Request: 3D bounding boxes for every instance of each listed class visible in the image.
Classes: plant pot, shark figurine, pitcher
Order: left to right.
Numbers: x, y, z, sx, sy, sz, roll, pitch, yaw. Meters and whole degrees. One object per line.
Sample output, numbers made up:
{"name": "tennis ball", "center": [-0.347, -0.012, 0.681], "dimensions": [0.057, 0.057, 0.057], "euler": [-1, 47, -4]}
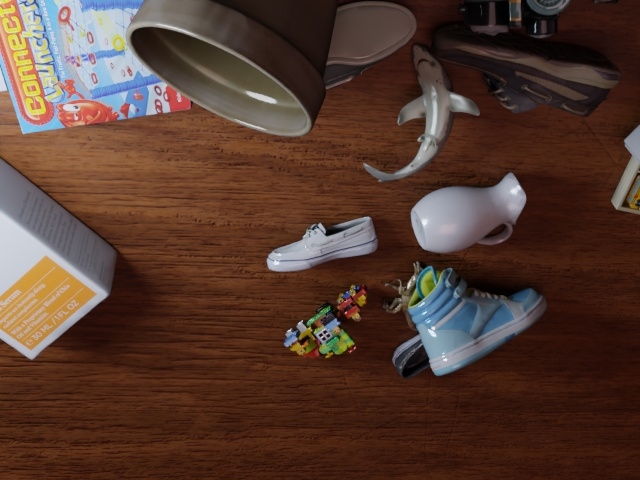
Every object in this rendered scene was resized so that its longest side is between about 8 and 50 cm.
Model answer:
{"name": "plant pot", "center": [-0.100, -0.362, 1.510], "dimensions": [0.323, 0.323, 0.280], "euler": [31, 77, -23]}
{"name": "shark figurine", "center": [0.205, -0.205, 1.774], "dimensions": [0.166, 0.116, 0.278], "euler": [27, 112, 17]}
{"name": "pitcher", "center": [0.289, -0.034, 1.883], "dimensions": [0.207, 0.125, 0.178], "euler": [-17, 138, -8]}

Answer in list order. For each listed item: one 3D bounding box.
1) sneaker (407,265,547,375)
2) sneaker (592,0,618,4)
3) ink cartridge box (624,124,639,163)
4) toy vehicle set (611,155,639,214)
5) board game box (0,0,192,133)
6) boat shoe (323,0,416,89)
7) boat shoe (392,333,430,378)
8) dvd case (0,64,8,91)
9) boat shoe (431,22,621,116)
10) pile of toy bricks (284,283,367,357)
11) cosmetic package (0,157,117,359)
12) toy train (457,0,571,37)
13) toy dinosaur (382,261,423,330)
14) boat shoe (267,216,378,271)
{"name": "sneaker", "center": [0.316, 0.120, 1.959], "dimensions": [0.208, 0.319, 0.127], "euler": [61, 147, 4]}
{"name": "sneaker", "center": [0.528, -0.462, 1.650], "dimensions": [0.271, 0.100, 0.108], "euler": [1, 132, 1]}
{"name": "ink cartridge box", "center": [0.747, -0.206, 1.766], "dimensions": [0.211, 0.122, 0.289], "euler": [31, 115, -22]}
{"name": "toy vehicle set", "center": [0.703, -0.166, 1.882], "dimensions": [0.165, 0.035, 0.267], "euler": [10, 121, -12]}
{"name": "board game box", "center": [-0.392, -0.354, 1.620], "dimensions": [0.301, 0.086, 0.308], "euler": [-9, 123, -1]}
{"name": "boat shoe", "center": [0.017, -0.327, 1.694], "dimensions": [0.319, 0.116, 0.099], "euler": [-22, 165, 0]}
{"name": "boat shoe", "center": [0.253, 0.221, 2.055], "dimensions": [0.228, 0.076, 0.080], "euler": [-33, 120, 14]}
{"name": "dvd case", "center": [-0.683, -0.325, 1.646], "dimensions": [0.252, 0.022, 0.180], "euler": [-8, 123, 0]}
{"name": "boat shoe", "center": [0.361, -0.291, 1.712], "dimensions": [0.355, 0.132, 0.130], "euler": [11, 120, -11]}
{"name": "pile of toy bricks", "center": [0.029, 0.192, 1.981], "dimensions": [0.212, 0.118, 0.105], "euler": [-37, 99, 17]}
{"name": "cosmetic package", "center": [-0.625, -0.009, 1.771], "dimensions": [0.230, 0.161, 0.453], "euler": [-39, 117, 18]}
{"name": "toy train", "center": [0.311, -0.493, 1.540], "dimensions": [0.190, 0.142, 0.334], "euler": [0, 110, 15]}
{"name": "toy dinosaur", "center": [0.179, 0.133, 2.007], "dimensions": [0.092, 0.053, 0.183], "euler": [-2, 122, -6]}
{"name": "boat shoe", "center": [0.000, 0.000, 1.899], "dimensions": [0.226, 0.083, 0.076], "euler": [-13, 111, -11]}
